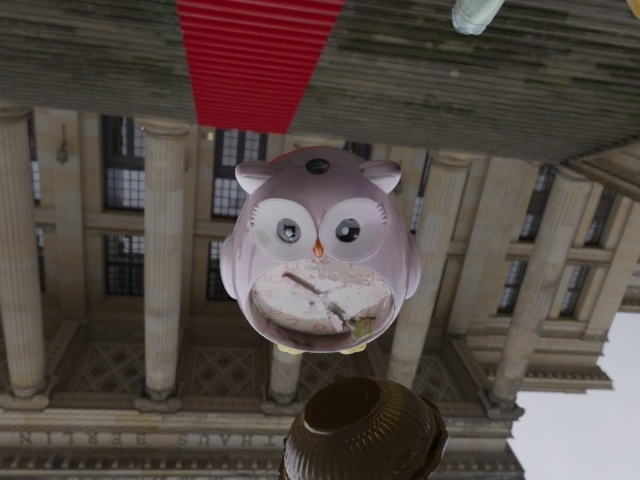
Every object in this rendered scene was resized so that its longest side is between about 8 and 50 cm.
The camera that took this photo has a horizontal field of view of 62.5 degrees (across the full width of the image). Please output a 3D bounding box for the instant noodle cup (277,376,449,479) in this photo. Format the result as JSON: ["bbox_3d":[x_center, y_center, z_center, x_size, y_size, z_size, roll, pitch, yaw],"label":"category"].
[{"bbox_3d":[0.045,0.277,0.788,0.274,0.090,0.274,-20,-164,6],"label":"instant noodle cup"}]

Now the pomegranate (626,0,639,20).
[{"bbox_3d":[0.524,-0.378,0.720,0.209,0.209,0.209,7,-158,-3],"label":"pomegranate"}]

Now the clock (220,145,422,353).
[{"bbox_3d":[0.000,0.000,0.948,0.369,0.376,0.250,0,-135,1],"label":"clock"}]

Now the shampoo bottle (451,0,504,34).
[{"bbox_3d":[0.207,-0.326,0.648,0.049,0.072,0.212,-25,173,-1],"label":"shampoo bottle"}]
